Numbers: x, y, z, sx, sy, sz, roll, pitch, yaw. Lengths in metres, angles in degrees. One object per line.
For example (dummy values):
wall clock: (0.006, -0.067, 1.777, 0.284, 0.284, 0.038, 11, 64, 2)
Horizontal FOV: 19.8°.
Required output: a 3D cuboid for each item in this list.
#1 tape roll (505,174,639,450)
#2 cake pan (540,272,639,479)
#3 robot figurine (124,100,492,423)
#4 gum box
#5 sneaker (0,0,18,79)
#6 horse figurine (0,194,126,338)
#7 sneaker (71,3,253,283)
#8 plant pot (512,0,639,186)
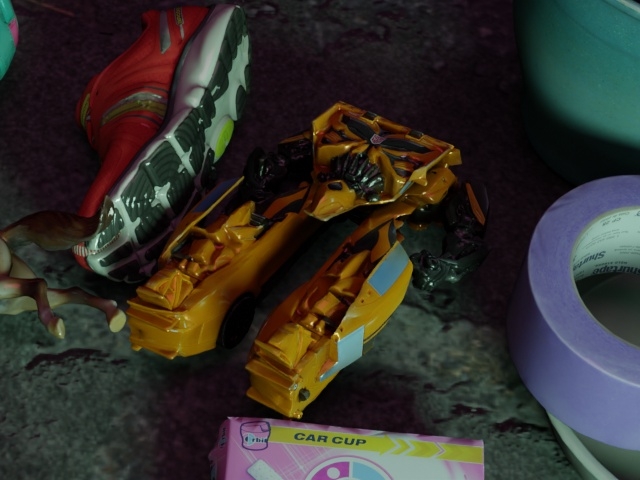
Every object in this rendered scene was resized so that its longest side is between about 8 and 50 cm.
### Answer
tape roll: (0.231, 0.050, 1.300, 0.189, 0.080, 0.189, 4, 53, -6)
cake pan: (0.294, 0.105, 1.351, 0.293, 0.054, 0.293, 4, 53, -5)
robot figurine: (0.000, 0.000, 1.352, 0.211, 0.085, 0.291, 23, 49, 23)
gum box: (0.014, 0.187, 1.242, 0.188, 0.062, 0.107, 6, 52, -4)
sneaker: (-0.353, -0.211, 1.448, 0.295, 0.124, 0.178, 37, 61, 9)
horse figurine: (-0.252, 0.062, 1.277, 0.174, 0.066, 0.263, 29, 67, 37)
sneaker: (-0.140, -0.077, 1.416, 0.118, 0.107, 0.279, 6, 47, 19)
plant pot: (0.267, -0.172, 1.430, 0.272, 0.255, 0.271, 5, 53, -6)
